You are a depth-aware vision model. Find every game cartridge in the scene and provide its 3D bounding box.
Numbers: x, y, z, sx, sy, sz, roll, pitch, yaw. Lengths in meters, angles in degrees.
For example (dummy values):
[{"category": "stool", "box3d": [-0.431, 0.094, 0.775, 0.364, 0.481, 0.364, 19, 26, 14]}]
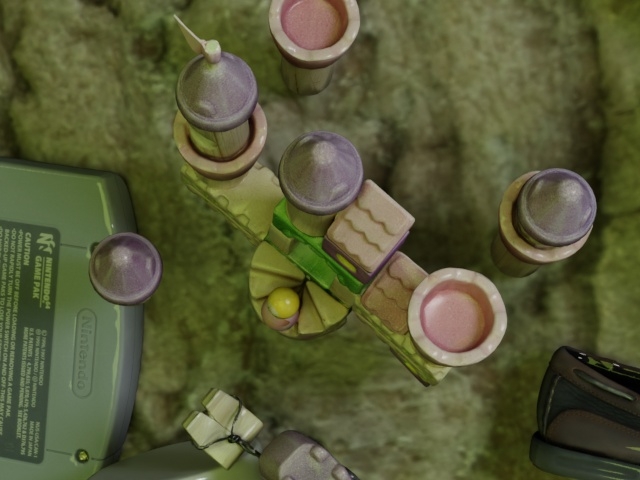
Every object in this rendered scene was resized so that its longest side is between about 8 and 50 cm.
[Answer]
[{"category": "game cartridge", "box3d": [-0.248, 0.081, 1.231, 0.198, 0.062, 0.297, 8, 100, 10]}]

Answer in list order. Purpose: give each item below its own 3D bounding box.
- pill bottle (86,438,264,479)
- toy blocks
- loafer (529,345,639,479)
[{"category": "pill bottle", "box3d": [-0.080, 0.333, 1.149, 0.187, 0.188, 0.334, -11, 95, 17]}, {"category": "toy blocks", "box3d": [0.000, 0.000, 0.989, 0.288, 0.260, 0.309, 41, 78, 6]}, {"category": "loafer", "box3d": [0.304, 0.139, 1.062, 0.302, 0.109, 0.095, 5, 94, 17]}]
